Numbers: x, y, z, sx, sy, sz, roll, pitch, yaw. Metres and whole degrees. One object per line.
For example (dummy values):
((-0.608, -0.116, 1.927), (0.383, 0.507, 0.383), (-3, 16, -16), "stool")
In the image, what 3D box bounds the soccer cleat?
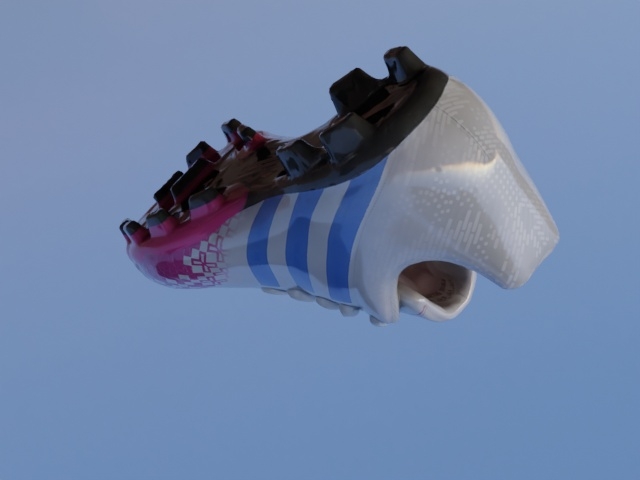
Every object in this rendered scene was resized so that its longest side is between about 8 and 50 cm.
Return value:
((0.000, 0.000, 1.030), (0.116, 0.143, 0.331), (-49, -164, -26), "soccer cleat")
